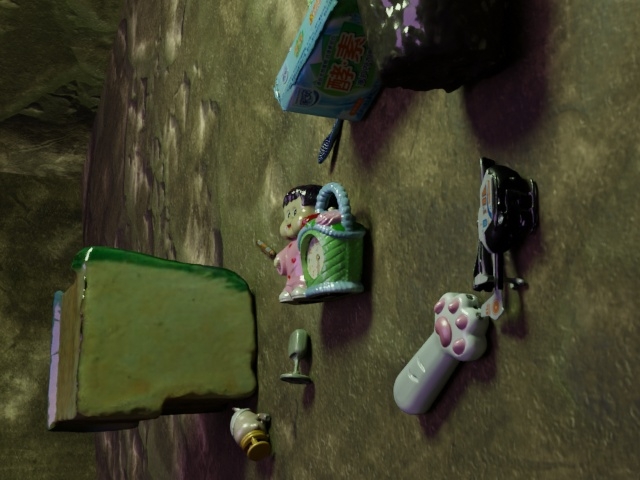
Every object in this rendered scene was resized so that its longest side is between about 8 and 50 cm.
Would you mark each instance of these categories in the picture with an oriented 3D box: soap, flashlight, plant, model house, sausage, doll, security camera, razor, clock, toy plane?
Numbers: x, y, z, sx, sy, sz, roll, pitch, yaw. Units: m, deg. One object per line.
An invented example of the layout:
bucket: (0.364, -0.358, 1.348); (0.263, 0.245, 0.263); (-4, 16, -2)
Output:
soap: (0.041, -0.290, 1.191); (0.293, 0.156, 0.077); (-58, 38, 44)
flashlight: (0.145, 0.148, 1.011); (0.200, 0.047, 0.093); (-62, 34, 38)
plant: (0.139, -0.352, 0.992); (0.181, 0.194, 0.321); (-13, 77, 50)
model house: (-0.363, 0.226, 1.681); (0.342, 0.382, 0.335); (-31, 57, 57)
sausage: (-0.111, 0.016, 1.613); (0.100, 0.015, 0.015); (-147, 65, -62)
doll: (-0.131, 0.357, 1.541); (0.084, 0.073, 0.127); (-45, 39, 5)
security camera: (-0.038, 0.201, 1.397); (0.058, 0.058, 0.092); (-34, 43, 58)
razor: (0.022, -0.203, 1.358); (0.044, 0.028, 0.155); (-104, 24, -75)
clock: (0.000, 0.000, 1.292); (0.194, 0.100, 0.196); (-23, 67, 57)
toy plane: (0.205, -0.008, 0.919); (0.078, 0.053, 0.197); (154, 119, -70)

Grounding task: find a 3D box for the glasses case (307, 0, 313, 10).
glasses case: (0.017, -0.492, 1.390); (0.095, 0.062, 0.272); (-34, 55, 51)
